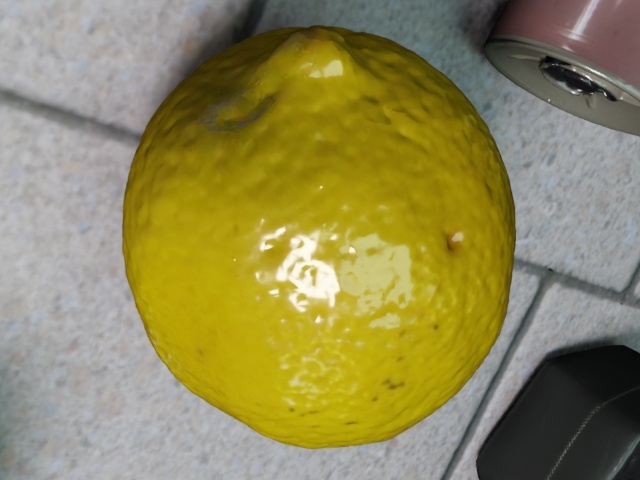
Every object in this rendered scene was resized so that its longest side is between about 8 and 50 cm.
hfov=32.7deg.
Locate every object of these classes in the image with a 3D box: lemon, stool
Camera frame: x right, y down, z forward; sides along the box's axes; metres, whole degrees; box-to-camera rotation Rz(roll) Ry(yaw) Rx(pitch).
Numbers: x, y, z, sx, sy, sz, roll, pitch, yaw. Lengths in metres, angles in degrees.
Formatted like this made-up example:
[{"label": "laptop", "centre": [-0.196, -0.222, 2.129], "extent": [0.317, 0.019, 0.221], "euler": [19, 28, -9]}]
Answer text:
[{"label": "lemon", "centre": [-0.002, -0.008, 0.637], "extent": [0.228, 0.228, 0.253], "euler": [-29, 121, -22]}, {"label": "stool", "centre": [0.271, 0.220, 1.032], "extent": [0.232, 0.141, 0.232], "euler": [-19, 124, -30]}]

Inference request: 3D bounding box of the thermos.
[{"label": "thermos", "centre": [0.249, -0.215, 0.779], "extent": [0.176, 0.146, 0.265], "euler": [29, 88, -37]}]
